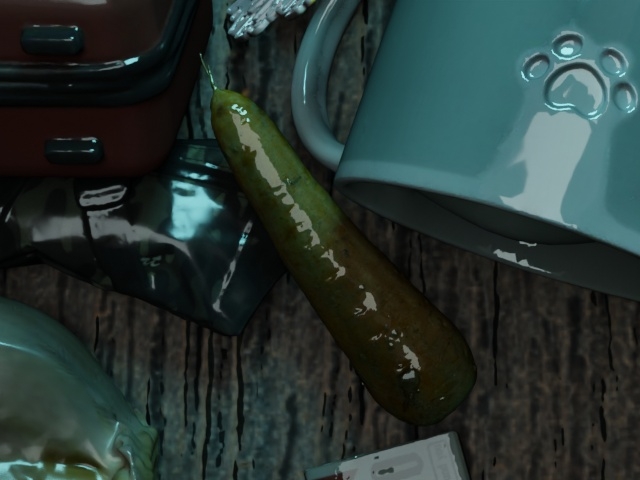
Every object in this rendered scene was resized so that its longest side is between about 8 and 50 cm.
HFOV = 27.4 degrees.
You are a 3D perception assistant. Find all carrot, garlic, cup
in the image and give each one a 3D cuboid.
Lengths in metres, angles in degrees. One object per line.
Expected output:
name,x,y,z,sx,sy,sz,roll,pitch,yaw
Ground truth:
carrot,0.000,0.000,0.890,0.078,0.078,0.298,-37,98,2
garlic,-0.258,0.174,0.915,0.325,0.132,0.279,-3,76,1
cup,0.134,-0.132,0.859,0.356,0.259,0.275,16,84,39

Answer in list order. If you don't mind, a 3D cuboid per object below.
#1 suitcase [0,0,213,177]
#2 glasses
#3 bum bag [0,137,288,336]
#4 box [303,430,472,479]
suitcase,-0.228,-0.158,0.887,0.297,0.161,0.236,2,40,7
glasses,-0.012,-0.215,0.874,0.095,0.255,0.162,29,79,-17
bum bag,-0.179,-0.025,0.941,0.340,0.095,0.144,11,69,7
box,0.065,0.232,0.913,0.115,0.036,0.178,-16,83,6
